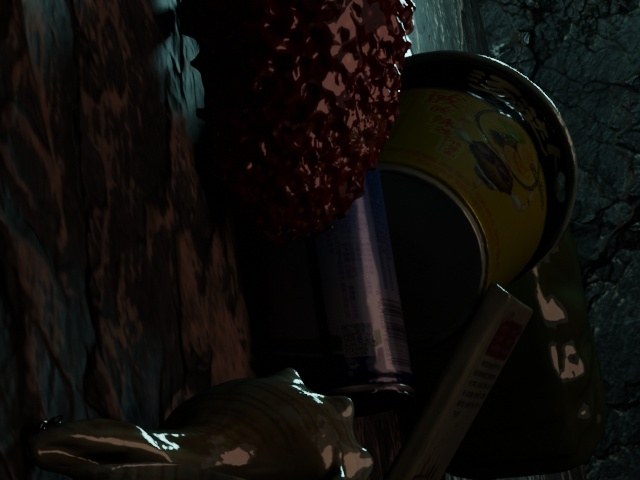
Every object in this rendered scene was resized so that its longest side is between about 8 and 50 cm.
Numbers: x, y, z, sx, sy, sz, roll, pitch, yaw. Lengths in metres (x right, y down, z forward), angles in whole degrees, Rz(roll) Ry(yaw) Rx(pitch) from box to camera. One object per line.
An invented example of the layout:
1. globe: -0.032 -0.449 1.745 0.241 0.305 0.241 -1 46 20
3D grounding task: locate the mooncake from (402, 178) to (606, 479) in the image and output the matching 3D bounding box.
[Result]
1. mooncake: 0.165 0.056 1.733 0.351 0.187 0.351 -10 90 -78

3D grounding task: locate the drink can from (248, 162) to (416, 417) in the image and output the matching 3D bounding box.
1. drink can: 0.000 0.000 1.191 0.097 0.097 0.235 43 36 -71

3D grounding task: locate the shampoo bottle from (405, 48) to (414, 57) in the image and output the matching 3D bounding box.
1. shampoo bottle: 0.057 -0.179 1.682 0.108 0.051 0.221 26 42 -67

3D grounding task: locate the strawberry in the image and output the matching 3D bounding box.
1. strawberry: 0.003 -0.112 1.123 0.087 0.167 0.208 -29 -106 65

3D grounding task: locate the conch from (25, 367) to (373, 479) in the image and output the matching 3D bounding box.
1. conch: -0.032 0.130 0.834 0.234 0.137 0.114 -24 128 -70

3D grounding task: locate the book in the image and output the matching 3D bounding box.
1. book: 0.085 0.142 1.295 0.232 0.022 0.162 -62 167 0

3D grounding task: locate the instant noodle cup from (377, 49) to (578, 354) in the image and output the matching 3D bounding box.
1. instant noodle cup: 0.076 -0.021 1.376 0.236 0.215 0.215 -47 124 -65
